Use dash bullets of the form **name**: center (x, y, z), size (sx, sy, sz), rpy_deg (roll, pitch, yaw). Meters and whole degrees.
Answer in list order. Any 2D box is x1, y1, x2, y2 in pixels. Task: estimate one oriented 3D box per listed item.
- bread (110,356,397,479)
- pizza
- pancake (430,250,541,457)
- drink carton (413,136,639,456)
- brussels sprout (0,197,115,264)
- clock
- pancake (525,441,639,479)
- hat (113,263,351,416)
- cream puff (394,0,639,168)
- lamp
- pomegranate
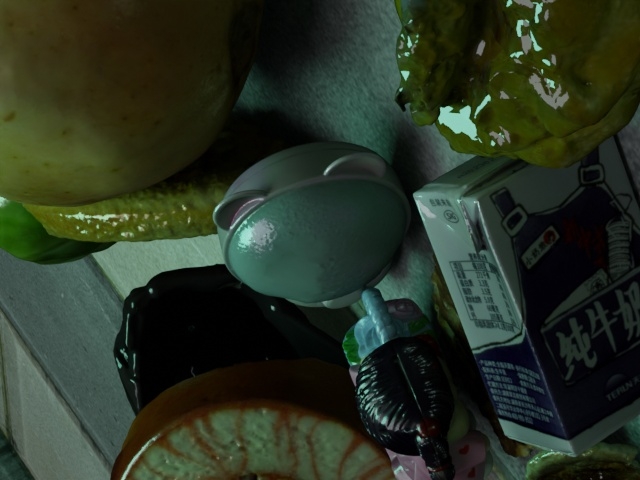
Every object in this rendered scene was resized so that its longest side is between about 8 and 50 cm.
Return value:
- **bread**: center (-0.056, 0.265, 1.676), size (0.114, 0.327, 0.295), rpy_deg (-84, -13, -63)
- **pizza**: center (-0.137, -0.051, 1.619), size (0.268, 0.258, 0.087), rpy_deg (23, 131, 55)
- **pancake**: center (0.171, 0.100, 1.423), size (0.212, 0.056, 0.257), rpy_deg (53, 164, 34)
- **drink carton**: center (0.179, 0.033, 1.227), size (0.102, 0.134, 0.222), rpy_deg (10, 125, 64)
- **brussels sprout**: center (-0.304, -0.115, 1.862), size (0.281, 0.289, 0.355), rpy_deg (40, 174, 17)
- **clock**: center (0.083, 0.142, 1.516), size (0.195, 0.100, 0.194), rpy_deg (66, 180, -58)
- **pancake**: center (0.234, 0.211, 1.381), size (0.116, 0.022, 0.129), rpy_deg (-12, 133, 29)
- **hat**: center (-0.080, 0.139, 1.801), size (0.336, 0.238, 0.209), rpy_deg (28, -169, -13)
- **cream puff**: center (0.111, -0.170, 1.071), size (0.282, 0.185, 0.282), rpy_deg (41, 148, 32)
- **lamp**: center (0.001, 0.003, 1.505), size (0.246, 0.179, 0.108), rpy_deg (66, -170, -62)
- **pomegranate**: center (-0.249, -0.226, 1.486), size (0.411, 0.411, 0.411), rpy_deg (45, 152, 32)
